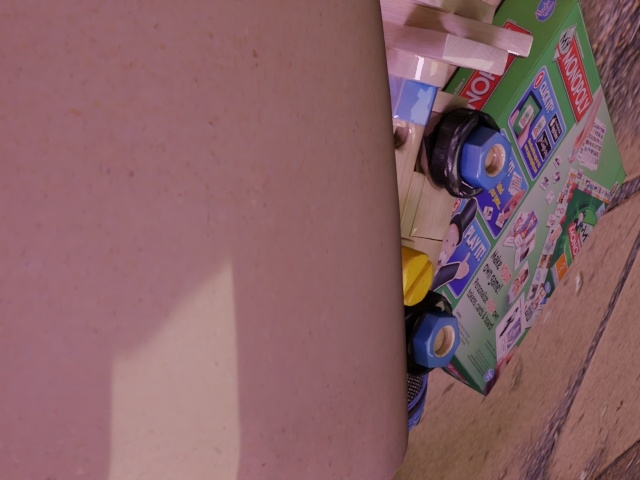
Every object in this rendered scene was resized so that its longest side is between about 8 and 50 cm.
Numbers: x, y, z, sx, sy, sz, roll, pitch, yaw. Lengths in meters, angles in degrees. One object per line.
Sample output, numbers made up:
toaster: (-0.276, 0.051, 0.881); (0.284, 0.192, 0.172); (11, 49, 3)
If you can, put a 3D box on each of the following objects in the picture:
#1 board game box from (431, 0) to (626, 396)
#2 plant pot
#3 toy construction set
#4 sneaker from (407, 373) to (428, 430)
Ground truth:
board game box: (0.129, -0.024, 1.175); (0.213, 0.046, 0.317); (-57, 156, -8)
plant pot: (-0.090, -0.084, 0.458); (0.256, 0.256, 0.274); (-19, 117, -57)
toy construction set: (0.000, 0.000, 0.836); (0.215, 0.151, 0.328); (8, 113, -52)
sneaker: (0.007, 0.085, 1.022); (0.221, 0.083, 0.087); (-28, 134, -56)
